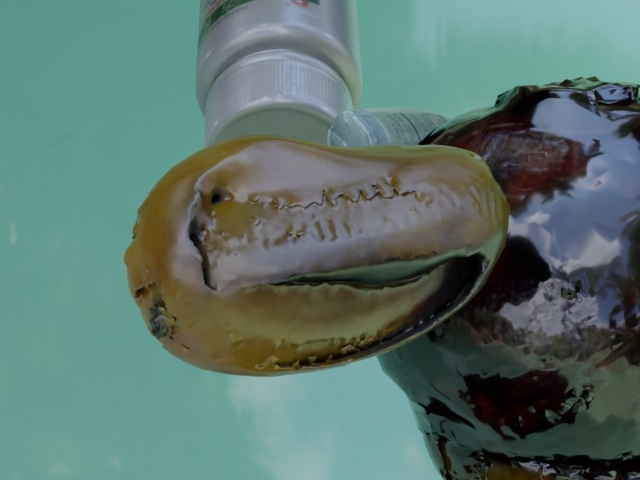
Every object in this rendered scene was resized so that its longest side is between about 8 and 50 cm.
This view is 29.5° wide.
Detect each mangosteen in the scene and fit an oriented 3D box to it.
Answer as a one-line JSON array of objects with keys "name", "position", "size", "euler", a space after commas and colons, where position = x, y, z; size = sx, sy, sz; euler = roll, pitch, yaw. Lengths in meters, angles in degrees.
[{"name": "mangosteen", "position": [0.241, 0.063, 1.063], "size": [0.381, 0.421, 0.381], "euler": [-32, 7, 5]}]

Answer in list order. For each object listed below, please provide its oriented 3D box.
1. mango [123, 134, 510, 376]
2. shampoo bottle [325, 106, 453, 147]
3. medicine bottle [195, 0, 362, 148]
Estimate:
[{"name": "mango", "position": [0.000, 0.000, 0.770], "size": [0.249, 0.156, 0.151], "euler": [-17, 0, -14]}, {"name": "shampoo bottle", "position": [0.080, -0.095, 1.176], "size": [0.212, 0.049, 0.072], "euler": [-6, 69, -58]}, {"name": "medicine bottle", "position": [-0.052, -0.219, 1.522], "size": [0.208, 0.208, 0.339], "euler": [2, 47, -4]}]
